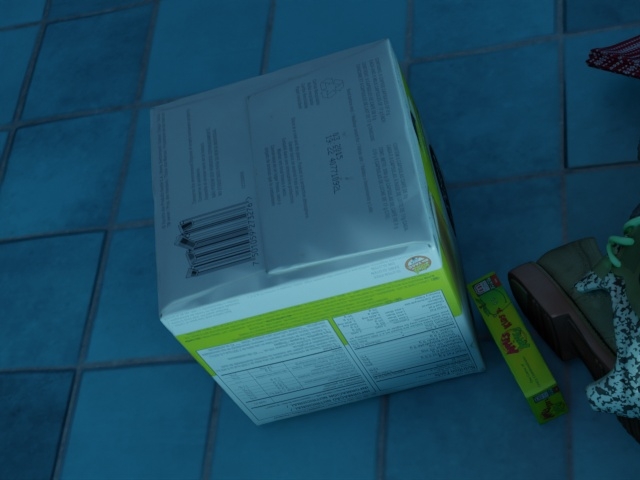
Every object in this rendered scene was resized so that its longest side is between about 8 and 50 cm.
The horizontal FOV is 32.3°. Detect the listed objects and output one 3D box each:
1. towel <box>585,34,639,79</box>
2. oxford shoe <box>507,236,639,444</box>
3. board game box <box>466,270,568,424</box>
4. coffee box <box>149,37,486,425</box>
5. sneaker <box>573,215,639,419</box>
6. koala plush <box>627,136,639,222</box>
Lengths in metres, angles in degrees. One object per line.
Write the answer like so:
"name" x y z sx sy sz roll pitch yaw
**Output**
"towel" 0.521 -0.252 1.489 0.199 0.031 0.275 -22 27 -22
"oxford shoe" 0.395 0.135 1.340 0.146 0.140 0.397 -33 55 -7
"board game box" 0.252 0.137 1.424 0.043 0.092 0.181 -27 53 5
"coffee box" 0.000 0.000 1.466 0.338 0.334 0.337 -16 54 12
"sneaker" 0.369 0.018 1.223 0.182 0.158 0.410 0 71 26
"koala plush" 0.532 -0.059 1.371 0.203 0.196 0.221 -30 47 -22
